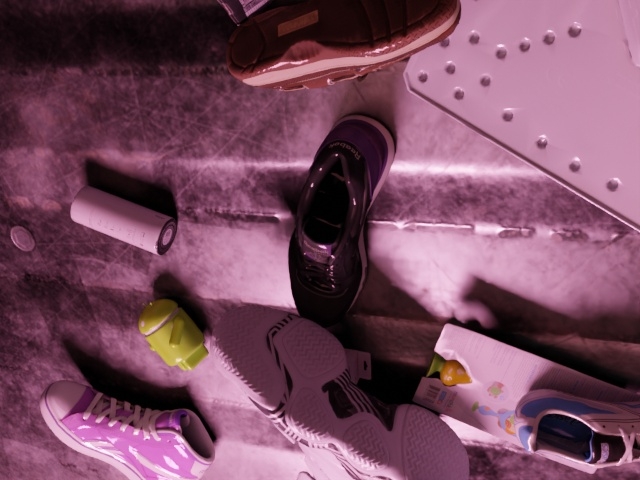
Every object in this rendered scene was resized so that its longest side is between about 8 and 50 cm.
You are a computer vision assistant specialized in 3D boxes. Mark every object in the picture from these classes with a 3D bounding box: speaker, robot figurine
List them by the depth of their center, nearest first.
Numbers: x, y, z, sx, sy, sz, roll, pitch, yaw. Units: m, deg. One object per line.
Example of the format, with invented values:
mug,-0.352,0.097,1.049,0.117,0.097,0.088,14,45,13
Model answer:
speaker,-0.268,-0.028,0.944,0.136,0.055,0.055,20,122,11
robot figurine,-0.213,0.133,0.999,0.115,0.067,0.101,53,152,-11

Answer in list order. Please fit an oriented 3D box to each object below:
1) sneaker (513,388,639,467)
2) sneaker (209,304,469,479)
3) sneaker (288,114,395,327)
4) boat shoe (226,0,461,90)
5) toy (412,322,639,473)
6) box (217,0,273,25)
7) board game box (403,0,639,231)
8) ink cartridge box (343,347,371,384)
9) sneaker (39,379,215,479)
sneaker,0.334,0.216,0.763,0.237,0.086,0.085,1,117,13
sneaker,-0.007,0.241,0.898,0.365,0.137,0.210,35,139,-6
sneaker,0.000,0.000,0.812,0.107,0.124,0.284,18,121,13
boat shoe,0.030,-0.207,0.712,0.257,0.095,0.095,-1,79,33
toy,0.246,0.182,0.851,0.237,0.056,0.137,19,123,5
box,-0.122,-0.317,0.589,0.076,0.307,0.243,-34,101,5
board game box,0.316,-0.209,0.587,0.389,0.050,0.390,35,124,14
ink cartridge box,0.026,0.174,0.950,0.083,0.028,0.048,5,119,18
sneaker,-0.291,0.283,1.098,0.282,0.102,0.161,37,120,-13
